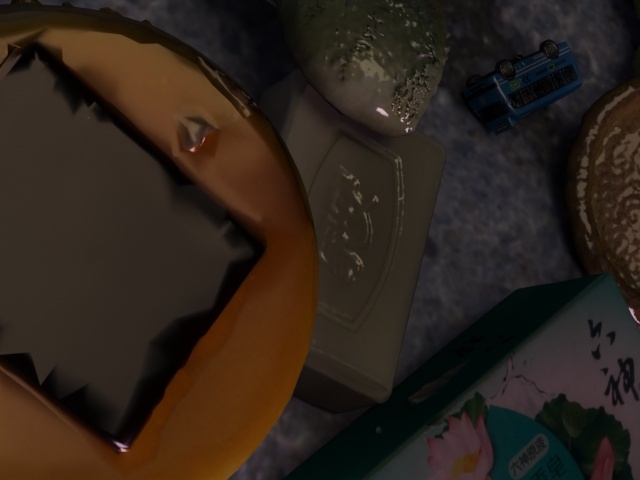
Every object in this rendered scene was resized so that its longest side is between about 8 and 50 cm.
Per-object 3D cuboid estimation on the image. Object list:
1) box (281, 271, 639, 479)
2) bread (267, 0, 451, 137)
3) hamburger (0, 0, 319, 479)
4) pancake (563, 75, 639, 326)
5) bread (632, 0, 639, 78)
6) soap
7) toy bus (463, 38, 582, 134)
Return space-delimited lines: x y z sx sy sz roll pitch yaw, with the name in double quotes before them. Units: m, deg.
"box" 0.109 0.143 0.938 0.245 0.092 0.153 -36 102 -35
"bread" 0.017 -0.165 0.986 0.172 0.064 0.232 -11 60 -53
"hamburger" -0.143 0.020 0.770 0.276 0.179 0.294 39 72 -19
"pancake" 0.263 -0.027 1.115 0.199 0.021 0.199 0 89 -17
"bread" 0.320 -0.162 1.209 0.207 0.056 0.287 39 58 -17
"soap" 0.000 0.000 0.950 0.121 0.064 0.183 27 62 -24
"toy bus" 0.143 -0.109 1.092 0.083 0.038 0.046 -27 92 -35
